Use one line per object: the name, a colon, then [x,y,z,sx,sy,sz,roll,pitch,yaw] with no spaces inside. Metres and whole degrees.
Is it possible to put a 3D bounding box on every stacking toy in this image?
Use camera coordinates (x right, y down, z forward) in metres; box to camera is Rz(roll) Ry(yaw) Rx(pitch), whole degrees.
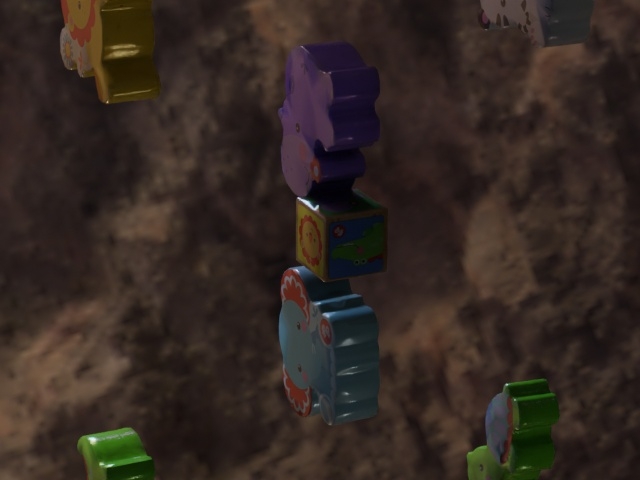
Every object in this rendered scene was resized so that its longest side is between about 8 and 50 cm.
stacking toy: [0.000,0.000,0.647,0.052,0.167,0.221,-144,-129,-58]
